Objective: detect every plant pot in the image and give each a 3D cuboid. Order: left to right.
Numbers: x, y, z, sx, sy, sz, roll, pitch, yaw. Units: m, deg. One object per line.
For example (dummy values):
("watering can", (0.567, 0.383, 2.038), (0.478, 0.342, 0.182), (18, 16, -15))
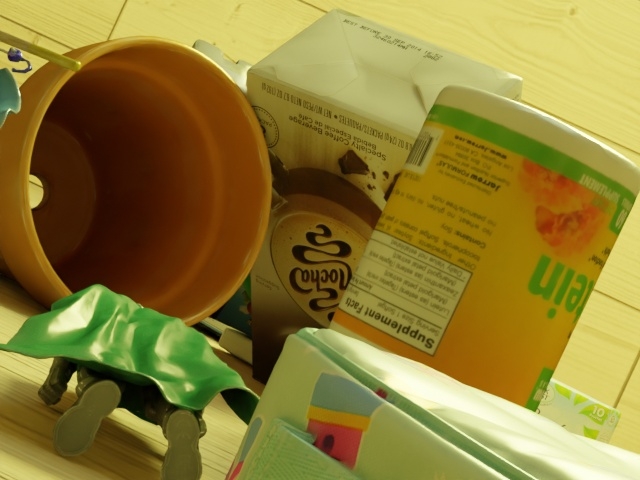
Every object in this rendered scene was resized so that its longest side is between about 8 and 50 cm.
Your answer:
("plant pot", (-0.172, -0.038, 1.270), (0.205, 0.205, 0.188), (25, -15, -36))

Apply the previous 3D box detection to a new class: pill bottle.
("pill bottle", (0.085, 0.042, 1.069), (0.136, 0.246, 0.136), (25, 0, 0))

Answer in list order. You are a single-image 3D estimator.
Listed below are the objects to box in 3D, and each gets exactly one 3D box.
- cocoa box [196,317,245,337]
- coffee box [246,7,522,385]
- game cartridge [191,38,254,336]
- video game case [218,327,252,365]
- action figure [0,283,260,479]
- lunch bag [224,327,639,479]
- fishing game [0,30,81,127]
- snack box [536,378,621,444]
("cocoa box", (0.004, 0.012, 1.797), (0.228, 0.231, 0.347), (26, 1, 38))
("coffee box", (0.043, -0.001, 1.333), (0.168, 0.297, 0.119), (24, 43, 28))
("game cartridge", (0.000, 0.000, 1.490), (0.355, 0.230, 0.068), (25, 33, -14))
("video game case", (0.026, 0.139, 1.555), (0.190, 0.022, 0.173), (26, 0, 43))
("action figure", (-0.087, 0.062, 0.832), (0.137, 0.063, 0.232), (23, 4, -7))
("lunch bag", (0.093, 0.122, 0.474), (0.224, 0.108, 0.279), (21, 1, -33))
("fishing game", (-0.282, -0.092, 1.090), (0.189, 0.041, 0.264), (26, 39, 37))
("snack box", (0.196, 0.174, 1.633), (0.141, 0.100, 0.037), (25, 0, 33))
